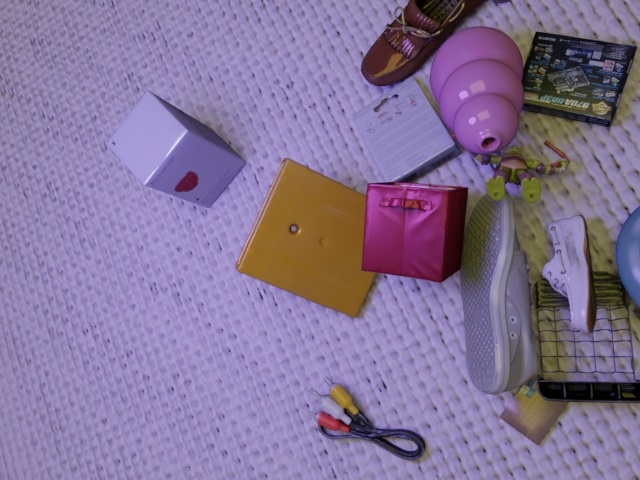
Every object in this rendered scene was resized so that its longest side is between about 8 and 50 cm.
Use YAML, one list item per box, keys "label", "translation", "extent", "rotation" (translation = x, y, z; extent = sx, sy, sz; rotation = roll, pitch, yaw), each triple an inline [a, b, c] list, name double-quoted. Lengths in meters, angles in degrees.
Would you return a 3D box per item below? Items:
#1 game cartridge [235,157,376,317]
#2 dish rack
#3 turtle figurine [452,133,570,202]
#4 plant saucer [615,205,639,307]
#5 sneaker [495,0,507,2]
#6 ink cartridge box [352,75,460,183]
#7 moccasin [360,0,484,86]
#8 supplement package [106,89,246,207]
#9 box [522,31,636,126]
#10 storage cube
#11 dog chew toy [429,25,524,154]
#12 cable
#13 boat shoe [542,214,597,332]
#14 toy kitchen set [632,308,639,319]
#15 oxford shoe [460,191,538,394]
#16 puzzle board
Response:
- label: "game cartridge"
  translation: [0.000, 0.000, 1.343]
  extent: [0.323, 0.052, 0.285]
  rotation: [25, 91, -21]
- label: "dish rack"
  translation: [0.556, 0.197, 1.190]
  extent: [0.208, 0.074, 0.272]
  rotation: [-4, 78, 19]
- label: "turtle figurine"
  translation: [0.412, -0.160, 1.251]
  extent: [0.269, 0.217, 0.087]
  rotation: [17, 127, 9]
- label: "plant saucer"
  translation: [0.757, 0.037, 1.111]
  extent: [0.317, 0.044, 0.318]
  rotation: [-4, 68, 9]
- label: "sneaker"
  translation: [0.484, -0.654, 1.346]
  extent: [0.188, 0.071, 0.066]
  rotation: [-41, 71, 10]
- label: "ink cartridge box"
  translation: [0.209, -0.266, 1.410]
  extent: [0.189, 0.066, 0.232]
  rotation: [-31, 59, 14]
- label: "moccasin"
  translation: [0.250, -0.529, 1.373]
  extent: [0.380, 0.147, 0.139]
  rotation: [-36, 72, 15]
- label: "supplement package"
  translation: [-0.368, -0.226, 1.483]
  extent: [0.175, 0.293, 0.177]
  rotation: [44, 99, 21]
- label: "box"
  translation: [0.571, -0.367, 1.282]
  extent: [0.220, 0.051, 0.175]
  rotation: [18, 89, 22]
- label: "storage cube"
  translation: [0.212, -0.027, 1.247]
  extent: [0.183, 0.215, 0.193]
  rotation: [7, 98, 24]
- label: "dog chew toy"
  translation: [0.347, -0.316, 1.229]
  extent: [0.206, 0.207, 0.332]
  rotation: [-13, 46, 18]
- label: "cable"
  translation: [0.096, 0.449, 1.328]
  extent: [0.287, 0.072, 0.140]
  rotation: [30, 98, 22]
- label: "boat shoe"
  translation: [0.515, 0.071, 1.181]
  extent: [0.096, 0.098, 0.277]
  rotation: [-8, 47, 27]
- label: "toy kitchen set"
  translation: [0.696, 0.147, 1.153]
  extent: [0.075, 0.083, 0.068]
  rotation: [-44, 29, 9]
- label: "oxford shoe"
  translation: [0.398, 0.108, 1.242]
  extent: [0.130, 0.169, 0.450]
  rotation: [7, 73, -16]
- label: "puzzle board"
  translation: [0.468, 0.364, 1.234]
  extent: [0.096, 0.011, 0.128]
  rotation: [35, 94, 23]
